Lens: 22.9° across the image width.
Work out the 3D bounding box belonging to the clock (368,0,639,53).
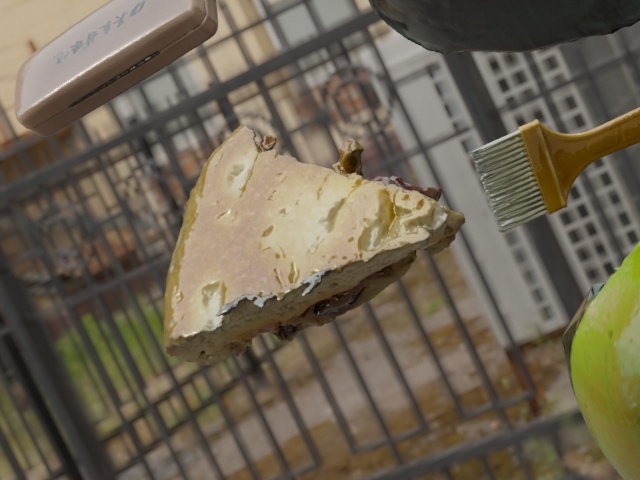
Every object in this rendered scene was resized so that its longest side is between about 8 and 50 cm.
[{"bbox_3d":[0.100,-0.173,0.620,0.226,0.049,0.226,-22,46,24],"label":"clock"}]

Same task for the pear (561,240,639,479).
[{"bbox_3d":[0.425,0.153,1.511,0.398,0.399,0.165,-23,18,25],"label":"pear"}]

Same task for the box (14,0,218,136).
[{"bbox_3d":[-0.102,-0.095,0.772,0.115,0.025,0.048,-27,48,23],"label":"box"}]

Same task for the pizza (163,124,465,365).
[{"bbox_3d":[0.000,0.002,0.940,0.193,0.069,0.154,-4,56,27],"label":"pizza"}]

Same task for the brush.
[{"bbox_3d":[0.285,-0.101,1.548,0.272,0.103,0.013,-24,29,0],"label":"brush"}]
